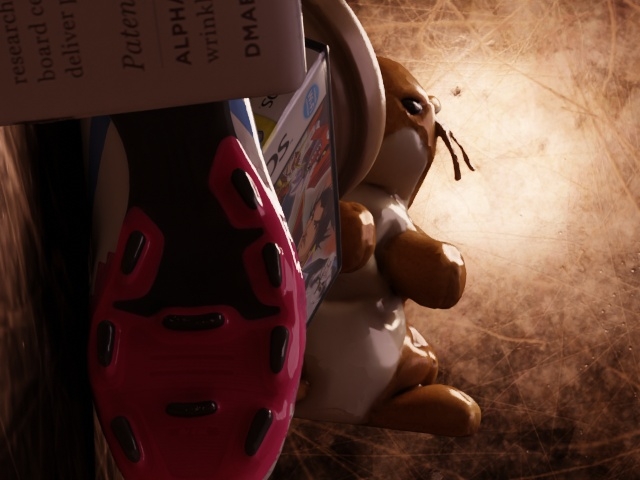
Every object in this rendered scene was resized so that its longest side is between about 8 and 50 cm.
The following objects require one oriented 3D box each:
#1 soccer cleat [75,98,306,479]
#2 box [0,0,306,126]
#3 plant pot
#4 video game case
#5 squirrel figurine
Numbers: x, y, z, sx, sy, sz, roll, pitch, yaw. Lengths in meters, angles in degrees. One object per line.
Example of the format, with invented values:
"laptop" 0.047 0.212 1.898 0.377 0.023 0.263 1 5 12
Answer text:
"soccer cleat" -0.072 -0.009 0.818 0.143 0.116 0.331 87 -5 -73
"box" -0.076 -0.144 0.418 0.181 0.119 0.182 -101 -175 -66
"plant pot" -0.075 -0.111 1.194 0.110 0.237 0.237 -38 131 -45
"video game case" -0.053 0.031 1.072 0.275 0.035 0.248 85 30 -54
"squirrel figurine" 0.000 0.000 1.542 0.397 0.281 0.370 167 -69 -71
